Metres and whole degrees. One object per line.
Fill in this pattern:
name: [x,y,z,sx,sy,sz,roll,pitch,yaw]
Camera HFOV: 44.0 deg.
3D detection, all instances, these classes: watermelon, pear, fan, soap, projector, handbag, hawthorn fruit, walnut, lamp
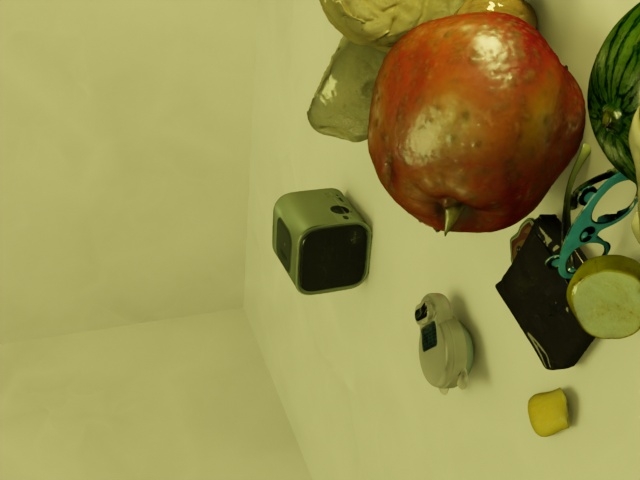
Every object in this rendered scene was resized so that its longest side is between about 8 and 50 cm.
watermelon: [0.488,-0.215,1.123,0.331,0.189,0.331,33,127,59]
pear: [0.487,0.088,1.324,0.141,0.104,0.141,9,109,26]
fan: [0.423,0.052,1.670,0.220,0.009,0.132,111,147,-54]
soap: [0.469,0.350,1.609,0.168,0.033,0.089,131,127,-66]
projector: [0.000,0.000,2.520,0.249,0.248,0.248,-125,33,-55]
handbag: [0.441,0.102,1.517,0.223,0.080,0.247,105,149,-46]
hawthorn fruit: [0.265,-0.181,1.422,0.403,0.402,0.403,173,90,-71]
walnut: [0.335,-0.413,1.523,0.166,0.166,0.149,-178,101,-71]
lamp: [0.306,0.247,1.935,0.179,0.108,0.246,138,125,-63]

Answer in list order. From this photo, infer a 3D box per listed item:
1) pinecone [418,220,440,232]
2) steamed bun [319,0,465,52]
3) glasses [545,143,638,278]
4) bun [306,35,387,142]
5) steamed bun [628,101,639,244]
pinecone: [0.283,-0.094,1.823,0.173,0.173,0.174,173,90,-71]
steamed bun: [0.157,-0.583,1.746,0.230,0.372,0.325,-101,29,-63]
glasses: [0.475,-0.062,1.373,0.207,0.102,0.239,-64,-10,-45]
bun: [0.116,-0.411,2.024,0.360,0.211,0.360,-155,90,-84]
steamed bun: [0.511,-0.054,0.899,0.255,0.342,0.368,161,89,-84]
